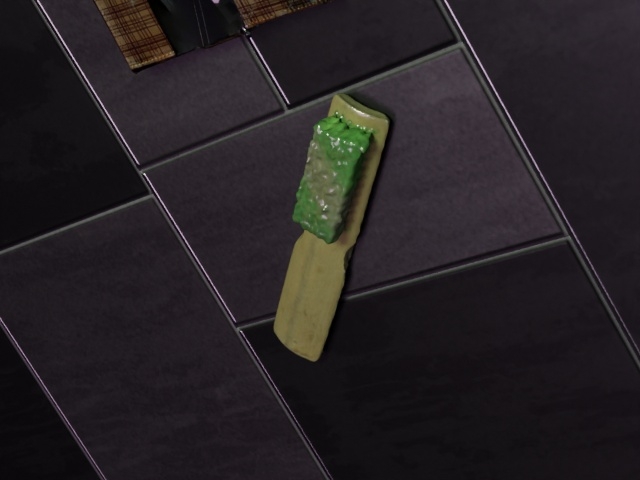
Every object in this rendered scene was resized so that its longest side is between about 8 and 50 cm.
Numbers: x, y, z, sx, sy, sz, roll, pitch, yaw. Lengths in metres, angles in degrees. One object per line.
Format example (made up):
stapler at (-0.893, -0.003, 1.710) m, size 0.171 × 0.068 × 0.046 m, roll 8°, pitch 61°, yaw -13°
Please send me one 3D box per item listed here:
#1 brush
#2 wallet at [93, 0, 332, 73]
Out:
brush at (0.000, 0.000, 1.430) m, size 0.054 × 0.048 × 0.282 m, roll 33°, pitch 137°, yaw 18°
wallet at (-0.097, -0.211, 1.350) m, size 0.230 × 0.042 × 0.124 m, roll -14°, pitch 109°, yaw 41°
